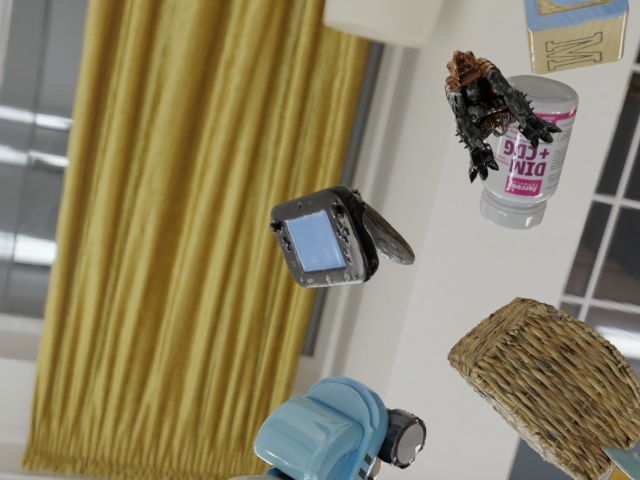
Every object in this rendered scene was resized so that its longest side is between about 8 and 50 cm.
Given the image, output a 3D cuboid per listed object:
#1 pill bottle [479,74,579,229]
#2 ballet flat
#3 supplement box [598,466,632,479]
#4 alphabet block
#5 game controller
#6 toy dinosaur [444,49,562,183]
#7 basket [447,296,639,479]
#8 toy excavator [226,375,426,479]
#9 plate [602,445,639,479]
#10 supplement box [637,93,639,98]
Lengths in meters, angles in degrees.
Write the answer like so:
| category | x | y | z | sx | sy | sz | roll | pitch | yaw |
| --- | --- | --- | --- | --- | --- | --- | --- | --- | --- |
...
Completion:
| category | x | y | z | sx | sy | sz | roll | pitch | yaw |
| --- | --- | --- | --- | --- | --- | --- | --- | --- | --- |
| pill bottle | 0.412 | -0.175 | 1.711 | 0.160 | 0.283 | 0.160 | 3 | -148 | -2 |
| ballet flat | 0.122 | -0.032 | 1.831 | 0.250 | 0.058 | 0.084 | 40 | 143 | -25 |
| supplement box | 0.708 | 0.581 | 1.944 | 0.233 | 0.080 | 0.078 | 32 | 179 | 21 |
| alphabet block | 0.511 | -0.476 | 1.718 | 0.193 | 0.193 | 0.197 | -6 | 162 | 15 |
| game controller | 0.000 | 0.000 | 1.480 | 0.067 | 0.167 | 0.319 | -13 | -179 | -25 |
| toy dinosaur | 0.270 | -0.234 | 1.450 | 0.321 | 0.164 | 0.219 | 5 | -126 | -48 |
| basket | 0.406 | 0.244 | 1.494 | 0.299 | 0.213 | 0.223 | 44 | 177 | -1 |
| toy excavator | -0.067 | 0.437 | 1.530 | 0.222 | 0.433 | 0.445 | 20 | 174 | 42 |
| plate | 0.410 | 0.296 | 0.977 | 0.188 | 0.024 | 0.188 | 37 | -174 | -4 |
| supplement box | 0.694 | -0.294 | 1.706 | 0.083 | 0.055 | 0.043 | 11 | -150 | -27 |
